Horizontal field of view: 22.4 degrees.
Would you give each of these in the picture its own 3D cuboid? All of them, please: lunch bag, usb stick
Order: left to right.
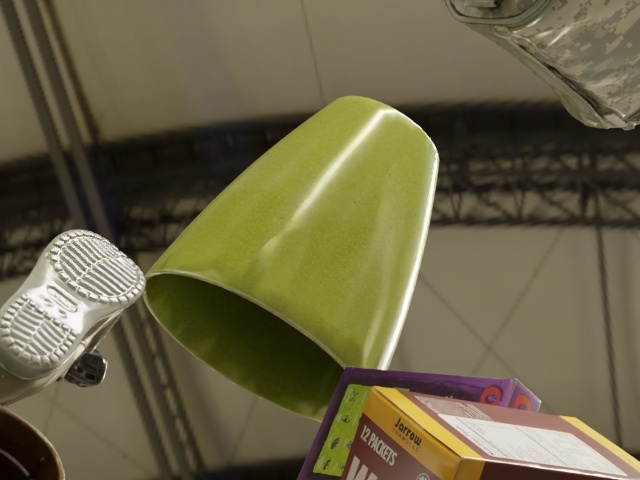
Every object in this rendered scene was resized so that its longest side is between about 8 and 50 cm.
[{"bbox_3d":[-0.344,0.094,1.724,0.077,0.278,0.045,38,-106,-55],"label":"usb stick"},{"bbox_3d":[0.245,-0.263,1.500,0.305,0.212,0.256,26,-99,-53],"label":"lunch bag"}]

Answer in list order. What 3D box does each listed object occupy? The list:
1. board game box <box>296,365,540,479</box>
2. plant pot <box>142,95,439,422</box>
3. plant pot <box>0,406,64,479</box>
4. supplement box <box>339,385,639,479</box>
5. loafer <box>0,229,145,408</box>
[{"bbox_3d":[0.041,0.273,1.376,0.056,0.347,0.208,39,-26,-33],"label":"board game box"},{"bbox_3d":[0.000,0.000,1.727,0.274,0.293,0.275,26,-23,12],"label":"plant pot"},{"bbox_3d":[-0.365,0.270,1.612,0.167,0.167,0.165,23,-66,-19],"label":"plant pot"},{"bbox_3d":[0.115,0.227,1.167,0.194,0.129,0.191,13,-79,-30],"label":"supplement box"},{"bbox_3d":[-0.239,0.068,1.434,0.094,0.251,0.087,42,-63,1],"label":"loafer"}]
